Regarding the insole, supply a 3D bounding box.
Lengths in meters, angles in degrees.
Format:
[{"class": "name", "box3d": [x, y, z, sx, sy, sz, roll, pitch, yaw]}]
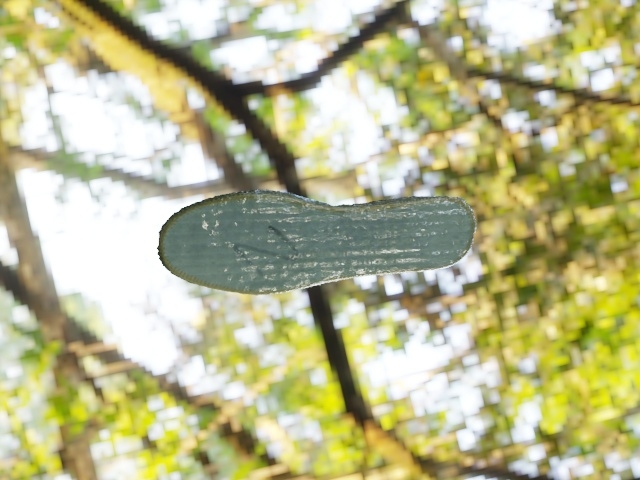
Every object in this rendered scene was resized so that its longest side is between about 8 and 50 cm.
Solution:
[{"class": "insole", "box3d": [0.000, 0.000, 1.070, 0.004, 0.188, 0.064, -128, -142, -62]}]
